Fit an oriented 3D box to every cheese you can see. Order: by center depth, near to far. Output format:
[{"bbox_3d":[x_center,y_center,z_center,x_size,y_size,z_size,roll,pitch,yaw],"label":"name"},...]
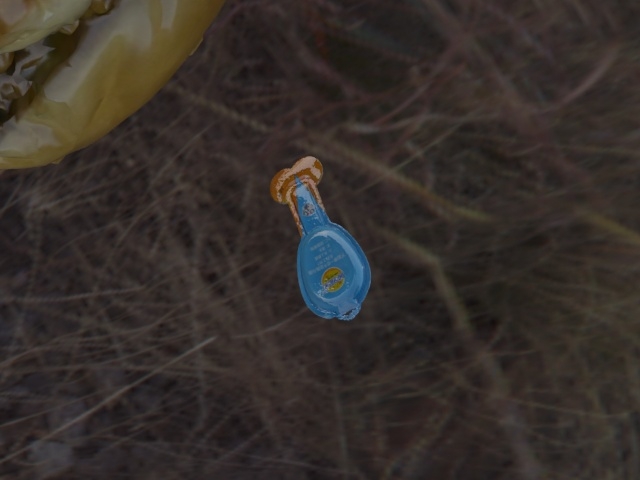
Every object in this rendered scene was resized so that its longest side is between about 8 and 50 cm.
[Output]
[{"bbox_3d":[0.000,0.000,1.051,0.047,0.017,0.111,-27,67,15],"label":"cheese"}]

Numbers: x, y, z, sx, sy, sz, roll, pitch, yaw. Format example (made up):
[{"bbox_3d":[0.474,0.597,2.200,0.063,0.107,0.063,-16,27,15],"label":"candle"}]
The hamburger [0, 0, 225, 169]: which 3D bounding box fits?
[{"bbox_3d":[-0.143,-0.195,0.739,0.304,0.284,0.174,-61,147,-12],"label":"hamburger"}]
